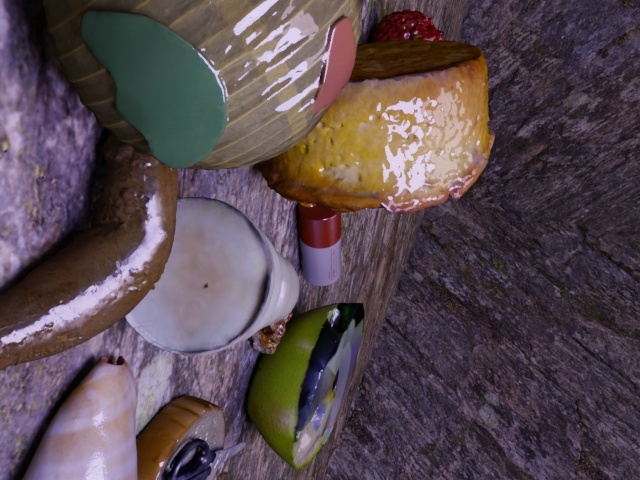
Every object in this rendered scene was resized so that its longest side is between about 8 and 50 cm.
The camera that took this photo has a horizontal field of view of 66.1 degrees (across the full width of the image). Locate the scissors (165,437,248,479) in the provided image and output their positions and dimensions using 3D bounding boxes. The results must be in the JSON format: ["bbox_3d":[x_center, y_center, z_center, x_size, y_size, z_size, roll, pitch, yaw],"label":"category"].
[{"bbox_3d":[-0.173,0.354,0.792,0.300,0.022,0.109,43,66,-74],"label":"scissors"}]

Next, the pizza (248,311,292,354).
[{"bbox_3d":[-0.099,0.143,0.975,0.194,0.069,0.154,64,46,-68],"label":"pizza"}]

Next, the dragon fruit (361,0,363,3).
[{"bbox_3d":[0.000,-0.324,0.581,0.286,0.227,0.330,-50,149,-57],"label":"dragon fruit"}]

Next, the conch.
[{"bbox_3d":[-0.243,0.264,0.528,0.158,0.127,0.255,40,67,-71],"label":"conch"}]

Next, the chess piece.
[{"bbox_3d":[-0.115,0.058,0.690,0.330,0.182,0.183,39,68,-78],"label":"chess piece"}]

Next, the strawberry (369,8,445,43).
[{"bbox_3d":[0.177,-0.415,1.166,0.244,0.205,0.205,-42,153,-17],"label":"strawberry"}]

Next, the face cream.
[{"bbox_3d":[0.000,0.000,1.112,0.214,0.095,0.096,88,25,-46],"label":"face cream"}]

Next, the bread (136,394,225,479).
[{"bbox_3d":[-0.230,0.354,0.758,0.236,0.069,0.236,16,90,-74],"label":"bread"}]

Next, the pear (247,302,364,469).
[{"bbox_3d":[-0.042,0.314,1.152,0.399,0.165,0.399,17,90,-73],"label":"pear"}]

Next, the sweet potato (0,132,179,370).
[{"bbox_3d":[-0.206,0.011,0.464,0.124,0.098,0.310,55,52,-42],"label":"sweet potato"}]

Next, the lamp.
[{"bbox_3d":[-0.103,-0.197,0.388,0.284,0.250,0.250,51,50,-31],"label":"lamp"}]

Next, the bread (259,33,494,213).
[{"bbox_3d":[0.089,-0.189,0.793,0.398,0.397,0.215,-51,141,-52],"label":"bread"}]
